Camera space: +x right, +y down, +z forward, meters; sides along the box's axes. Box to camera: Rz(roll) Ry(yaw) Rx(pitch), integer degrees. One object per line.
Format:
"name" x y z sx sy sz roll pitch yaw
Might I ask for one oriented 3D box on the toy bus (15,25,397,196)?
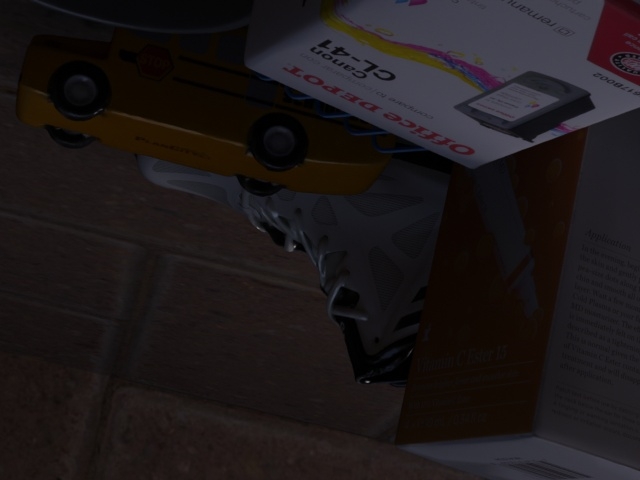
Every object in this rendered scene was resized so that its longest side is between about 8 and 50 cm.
"toy bus" -0.098 -0.128 1.712 0.333 0.130 0.108 14 165 -7

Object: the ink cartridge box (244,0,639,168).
"ink cartridge box" 0.120 -0.174 1.341 0.226 0.131 0.306 23 157 -25

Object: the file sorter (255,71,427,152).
"file sorter" 0.044 -0.151 1.576 0.118 0.104 0.170 -3 158 41

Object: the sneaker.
"sneaker" 0.000 0.000 1.849 0.447 0.257 0.169 6 163 22

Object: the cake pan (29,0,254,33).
"cake pan" -0.170 -0.246 1.499 0.293 0.054 0.293 11 165 3

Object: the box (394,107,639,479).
"box" 0.216 0.027 1.616 0.168 0.345 0.215 20 162 -24
